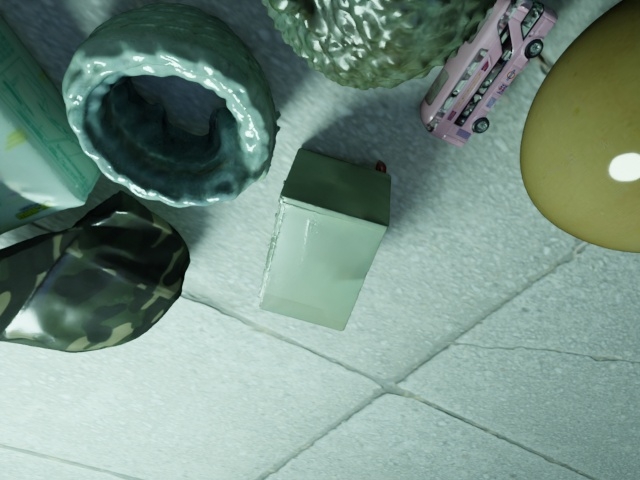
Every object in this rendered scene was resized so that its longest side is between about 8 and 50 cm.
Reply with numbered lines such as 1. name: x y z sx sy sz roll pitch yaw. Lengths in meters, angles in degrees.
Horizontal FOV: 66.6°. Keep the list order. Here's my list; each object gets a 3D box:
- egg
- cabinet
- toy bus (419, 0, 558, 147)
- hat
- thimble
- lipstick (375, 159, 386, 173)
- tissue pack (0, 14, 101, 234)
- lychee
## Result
1. egg: 0.410 -0.135 0.580 0.301 0.301 0.374 13 150 -17
2. cabinet: 0.000 0.000 0.732 0.150 0.145 0.206 16 126 -2
3. toy bus: 0.214 -0.224 0.649 0.090 0.063 0.203 19 125 -20
4. hat: -0.385 0.119 0.662 0.257 0.381 0.366 43 134 -17
5. thimble: -0.164 -0.157 0.586 0.250 0.172 0.205 28 119 -24
6. lipstick: 0.093 -0.071 0.776 0.030 0.030 0.129 -4 129 -4
7. tissue pack: -0.485 -0.170 0.544 0.287 0.162 0.388 -21 128 6
8. lychee: 0.059 -0.282 0.468 0.274 0.255 0.255 -43 129 -17
